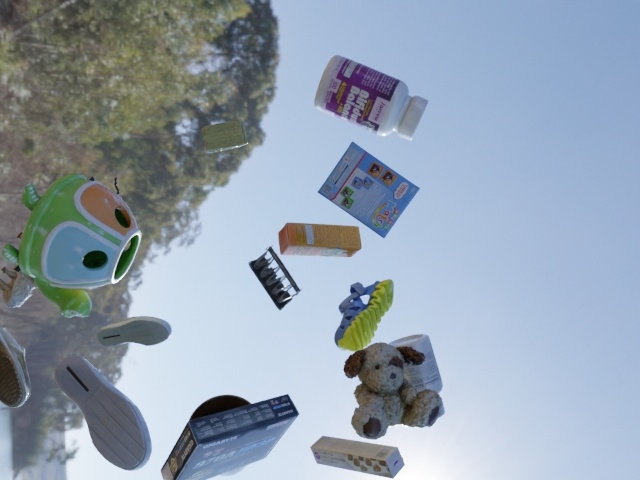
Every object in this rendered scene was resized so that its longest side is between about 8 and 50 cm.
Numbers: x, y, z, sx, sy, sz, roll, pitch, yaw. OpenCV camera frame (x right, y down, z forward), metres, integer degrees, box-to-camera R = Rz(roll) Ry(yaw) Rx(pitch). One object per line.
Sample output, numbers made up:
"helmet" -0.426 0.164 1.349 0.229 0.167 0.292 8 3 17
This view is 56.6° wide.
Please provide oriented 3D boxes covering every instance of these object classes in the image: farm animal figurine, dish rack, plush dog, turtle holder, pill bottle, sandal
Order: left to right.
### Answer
"farm animal figurine" -0.670 0.016 1.584 0.330 0.172 0.326 -25 -142 29
"turtle holder" -0.553 0.021 1.340 0.243 0.228 0.320 127 -12 -85
"dish rack" -0.153 0.126 2.030 0.208 0.074 0.271 55 -16 3
"sandal" 0.114 0.225 1.827 0.138 0.317 0.126 8 -59 27
"pill bottle" 0.149 -0.403 1.714 0.169 0.302 0.169 23 90 -86
"plush dog" 0.170 0.386 1.597 0.211 0.263 0.225 174 -88 -68
"pill bottle" 0.281 0.397 1.719 0.131 0.131 0.229 -17 -91 62

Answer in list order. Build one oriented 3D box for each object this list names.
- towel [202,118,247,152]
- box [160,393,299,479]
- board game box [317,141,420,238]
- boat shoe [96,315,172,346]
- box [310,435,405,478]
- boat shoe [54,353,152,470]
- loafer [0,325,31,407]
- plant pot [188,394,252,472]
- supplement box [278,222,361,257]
"towel" -0.336 -0.366 2.087 0.027 0.148 0.110 87 -11 -70
"box" -0.170 0.378 1.114 0.051 0.220 0.175 56 -49 31
"board game box" 0.124 -0.130 1.536 0.160 0.212 0.039 -55 179 10
"boat shoe" -0.486 0.230 1.582 0.076 0.227 0.083 -52 134 -63
"box" 0.102 0.629 1.736 0.324 0.067 0.063 -13 -78 47
"boat shoe" -0.442 0.355 1.250 0.302 0.109 0.094 43 -8 25
"loafer" -0.856 0.332 1.633 0.102 0.092 0.268 -38 -110 10
"plant pot" -0.278 0.608 1.763 0.230 0.216 0.215 96 -23 -50
"supplement box" 0.000 0.000 1.724 0.078 0.234 0.080 134 -48 -57
